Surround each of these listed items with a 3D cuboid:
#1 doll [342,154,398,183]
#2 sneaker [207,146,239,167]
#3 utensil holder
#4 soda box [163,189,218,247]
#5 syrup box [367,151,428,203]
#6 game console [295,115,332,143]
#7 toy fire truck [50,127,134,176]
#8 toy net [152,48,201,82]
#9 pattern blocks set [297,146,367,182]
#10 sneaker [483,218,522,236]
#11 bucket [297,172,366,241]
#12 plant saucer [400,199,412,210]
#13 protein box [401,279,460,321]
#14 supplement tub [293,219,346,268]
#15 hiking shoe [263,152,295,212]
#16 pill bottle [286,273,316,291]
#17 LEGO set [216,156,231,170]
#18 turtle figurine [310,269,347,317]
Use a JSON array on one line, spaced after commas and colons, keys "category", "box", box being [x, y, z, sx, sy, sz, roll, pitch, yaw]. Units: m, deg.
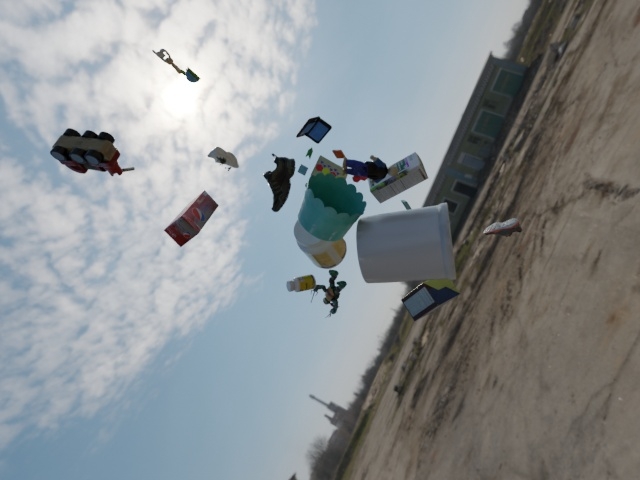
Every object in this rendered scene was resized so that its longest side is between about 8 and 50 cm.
[{"category": "doll", "box": [0.171, -0.245, 1.398, 0.129, 0.188, 0.046, 86, -164, -55]}, {"category": "sneaker", "box": [-0.561, -0.468, 2.363, 0.212, 0.094, 0.080, 29, -139, -57]}, {"category": "utensil holder", "box": [0.378, 0.022, 1.799, 0.327, 0.384, 0.328, -6, -90, -71]}, {"category": "soda box", "box": [-0.458, -0.084, 1.476, 0.092, 0.083, 0.263, -34, 20, 17]}, {"category": "syrup box", "box": [0.328, -0.266, 1.750, 0.096, 0.236, 0.093, 42, -150, -39]}, {"category": "game console", "box": [-0.035, -0.561, 2.118, 0.124, 0.085, 0.144, -31, -8, -44]}, {"category": "toy fire truck", "box": [-0.846, -0.306, 1.570, 0.246, 0.216, 0.159, 82, -162, -57]}, {"category": "toy net", "box": [-0.596, -0.730, 1.682, 0.045, 0.122, 0.232, -45, -23, 9]}, {"category": "pattern blocks set", "box": [0.052, -0.341, 2.102, 0.285, 0.324, 0.026, -50, 6, 39]}, {"category": "sneaker", "box": [0.709, -0.034, 1.597, 0.061, 0.065, 0.157, -44, 11, -27]}, {"category": "bucket", "box": [0.041, -0.143, 1.790, 0.281, 0.281, 0.183, -46, -11, -51]}, {"category": "plant saucer", "box": [0.494, -0.138, 2.198, 0.018, 0.192, 0.067, -36, 17, 2]}, {"category": "protein box", "box": [0.572, 0.295, 2.138, 0.199, 0.136, 0.201, -16, -24, -37]}, {"category": "supplement tub", "box": [0.000, 0.000, 2.340, 0.241, 0.240, 0.331, -61, -28, -14]}, {"category": "hiking shoe", "box": [-0.175, -0.228, 1.631, 0.086, 0.114, 0.227, -72, -1, -76]}, {"category": "pill bottle", "box": [-0.083, 0.183, 1.732, 0.116, 0.065, 0.065, -8, -49, -27]}, {"category": "LEGO set", "box": [-0.439, -0.356, 1.870, 0.083, 0.054, 0.023, 56, -137, -26]}, {"category": "turtle figurine", "box": [0.044, 0.264, 2.042, 0.118, 0.175, 0.234, -29, -28, -50]}]
